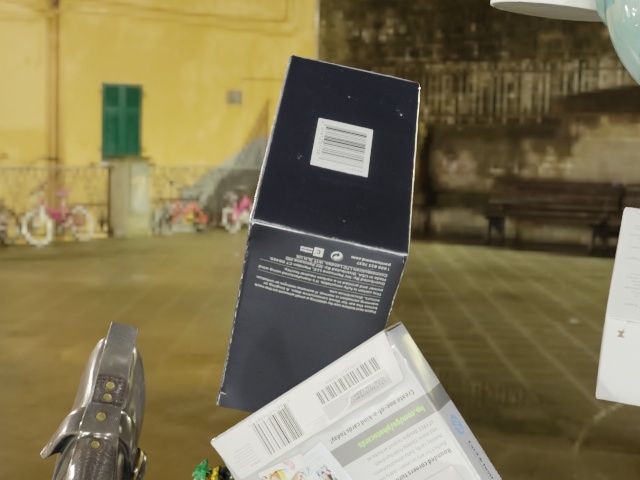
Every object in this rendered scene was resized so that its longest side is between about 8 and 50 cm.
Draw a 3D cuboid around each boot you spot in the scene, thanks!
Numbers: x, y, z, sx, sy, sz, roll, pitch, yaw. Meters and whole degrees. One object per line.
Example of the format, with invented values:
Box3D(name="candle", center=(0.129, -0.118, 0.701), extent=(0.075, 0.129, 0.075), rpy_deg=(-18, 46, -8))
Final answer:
Box3D(name="boot", center=(-0.156, 0.213, 0.707), extent=(0.091, 0.263, 0.229), rpy_deg=(15, 32, -11))

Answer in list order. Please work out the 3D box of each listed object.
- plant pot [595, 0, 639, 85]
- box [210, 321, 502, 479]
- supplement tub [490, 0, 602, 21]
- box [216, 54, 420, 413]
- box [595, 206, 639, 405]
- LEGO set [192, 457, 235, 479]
Box3D(name="plant pot", center=(0.490, -0.323, 1.432), extent=(0.293, 0.293, 0.196), rpy_deg=(-2, 31, -34))
Box3D(name="box", center=(0.039, 0.166, 0.673), extent=(0.145, 0.186, 0.038), rpy_deg=(-36, -8, 22))
Box3D(name="supplement tub", center=(0.369, -0.494, 1.608), extent=(0.228, 0.316, 0.228), rpy_deg=(7, 7, -1))
Box3D(name="box", center=(0.000, 0.000, 1.368), extent=(0.178, 0.313, 0.343), rpy_deg=(13, 42, -3))
Box3D(name="box", center=(0.313, 0.060, 0.937), extent=(0.130, 0.091, 0.170), rpy_deg=(9, 37, 16))
Box3D(name="LEGO set", center=(0.018, 0.300, 0.994), extent=(0.331, 0.255, 0.192), rpy_deg=(18, -34, 7))
